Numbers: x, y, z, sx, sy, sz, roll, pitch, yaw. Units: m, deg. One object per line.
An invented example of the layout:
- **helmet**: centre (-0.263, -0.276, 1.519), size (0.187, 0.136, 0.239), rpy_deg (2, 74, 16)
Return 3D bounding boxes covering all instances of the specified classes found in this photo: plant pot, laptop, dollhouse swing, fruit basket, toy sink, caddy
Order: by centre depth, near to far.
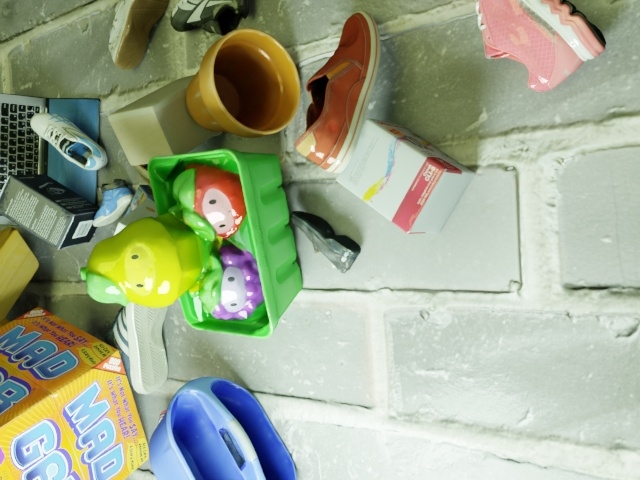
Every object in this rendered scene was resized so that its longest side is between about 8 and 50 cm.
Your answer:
- **fruit basket**: centre (-0.240, 0.018, 1.180), size (0.282, 0.392, 0.392), rpy_deg (1, 93, 36)
- **plant pot**: centre (-0.177, -0.302, 1.269), size (0.188, 0.205, 0.205), rpy_deg (-5, 89, 52)
- **caddy**: centre (-0.196, 0.448, 1.285), size (0.341, 0.241, 0.179), rpy_deg (54, 125, 21)
- **toy sink**: centre (-0.318, -0.271, 1.385), size (0.152, 0.234, 0.131), rpy_deg (-1, 121, 36)
- **laptop**: centre (-0.834, -0.218, 1.729), size (0.236, 0.407, 0.382), rpy_deg (-159, 73, -69)
- **dollhouse swing**: centre (-0.941, 0.185, 1.904), size (0.346, 0.305, 0.315), rpy_deg (-12, 46, 45)

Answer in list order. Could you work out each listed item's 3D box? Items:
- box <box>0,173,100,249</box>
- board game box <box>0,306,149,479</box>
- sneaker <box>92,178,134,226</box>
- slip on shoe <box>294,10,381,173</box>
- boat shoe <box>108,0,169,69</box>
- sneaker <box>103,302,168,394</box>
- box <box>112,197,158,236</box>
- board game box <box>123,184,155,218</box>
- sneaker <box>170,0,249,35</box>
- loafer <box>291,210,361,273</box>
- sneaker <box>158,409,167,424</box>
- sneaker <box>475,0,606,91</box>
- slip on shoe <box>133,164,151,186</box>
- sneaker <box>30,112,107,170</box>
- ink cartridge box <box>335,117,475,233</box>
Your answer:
- **box**: centre (-0.710, -0.080, 1.638), size (0.207, 0.153, 0.108), rpy_deg (31, 101, 6)
- **board game box**: centre (-0.697, 0.443, 1.512), size (0.356, 0.356, 0.357), rpy_deg (17, 126, 35)
- **sneaker**: centre (-0.552, -0.103, 1.625), size (0.152, 0.058, 0.085), rpy_deg (-33, 79, 28)
- **slip on shoe**: centre (0.031, -0.277, 1.092), size (0.123, 0.101, 0.331), rpy_deg (-35, 37, 62)
- **boat shoe**: centre (-0.452, -0.555, 1.505), size (0.096, 0.098, 0.277), rpy_deg (49, 120, 23)
- **sneaker**: centre (-0.465, 0.199, 1.534), size (0.148, 0.131, 0.350), rpy_deg (8, 97, 31)
- **box**: centre (-0.383, -0.005, 1.415), size (0.130, 0.170, 0.091), rpy_deg (28, 112, -4)
- **board game box**: centre (-0.447, -0.021, 1.568), size (0.136, 0.035, 0.201), rpy_deg (46, 117, 26)
- **sneaker**: centre (-0.244, -0.494, 1.368), size (0.234, 0.078, 0.106), rpy_deg (-13, 82, 34)
- **loafer**: centre (0.000, 0.000, 1.227), size (0.170, 0.062, 0.061), rpy_deg (39, 119, 30)
- **sneaker**: centre (-0.308, 0.534, 1.450), size (0.121, 0.112, 0.299), rpy_deg (-38, 70, 32)
- **sneaker**: centre (0.283, -0.359, 0.965), size (0.136, 0.116, 0.314), rpy_deg (-49, 66, 29)
- **slip on shoe**: centre (-0.437, -0.176, 1.549), size (0.135, 0.051, 0.041), rpy_deg (37, 125, 22)
- **sneaker**: centre (-0.675, -0.267, 1.648), size (0.237, 0.086, 0.085), rpy_deg (33, 101, 6)
- **ink cartridge box**: centre (0.144, -0.111, 1.071), size (0.176, 0.128, 0.127), rpy_deg (39, 114, 28)
